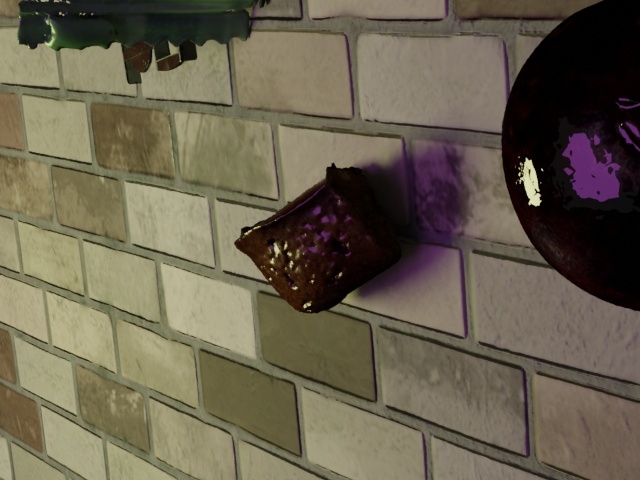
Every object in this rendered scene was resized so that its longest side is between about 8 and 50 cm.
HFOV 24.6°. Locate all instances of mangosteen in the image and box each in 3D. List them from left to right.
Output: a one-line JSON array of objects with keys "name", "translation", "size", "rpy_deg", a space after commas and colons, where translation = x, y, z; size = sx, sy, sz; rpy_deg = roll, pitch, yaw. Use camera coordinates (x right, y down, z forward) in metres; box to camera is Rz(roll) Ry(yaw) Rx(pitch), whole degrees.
[{"name": "mangosteen", "translation": [0.240, -0.056, 1.019], "size": [0.265, 0.228, 0.228], "rpy_deg": [43, -156, -73]}]

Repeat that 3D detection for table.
[{"name": "table", "translation": [-0.181, -0.278, 1.694], "size": [0.146, 0.062, 0.175], "rpy_deg": [-9, 92, 58]}]

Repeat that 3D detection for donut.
[{"name": "donut", "translation": [-0.009, 0.007, 1.472], "size": [0.186, 0.144, 0.126], "rpy_deg": [-38, 89, 28]}]

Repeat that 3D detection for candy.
[{"name": "candy", "translation": [-0.169, -0.368, 1.476], "size": [0.172, 0.262, 0.398], "rpy_deg": [-94, 12, -51]}]
